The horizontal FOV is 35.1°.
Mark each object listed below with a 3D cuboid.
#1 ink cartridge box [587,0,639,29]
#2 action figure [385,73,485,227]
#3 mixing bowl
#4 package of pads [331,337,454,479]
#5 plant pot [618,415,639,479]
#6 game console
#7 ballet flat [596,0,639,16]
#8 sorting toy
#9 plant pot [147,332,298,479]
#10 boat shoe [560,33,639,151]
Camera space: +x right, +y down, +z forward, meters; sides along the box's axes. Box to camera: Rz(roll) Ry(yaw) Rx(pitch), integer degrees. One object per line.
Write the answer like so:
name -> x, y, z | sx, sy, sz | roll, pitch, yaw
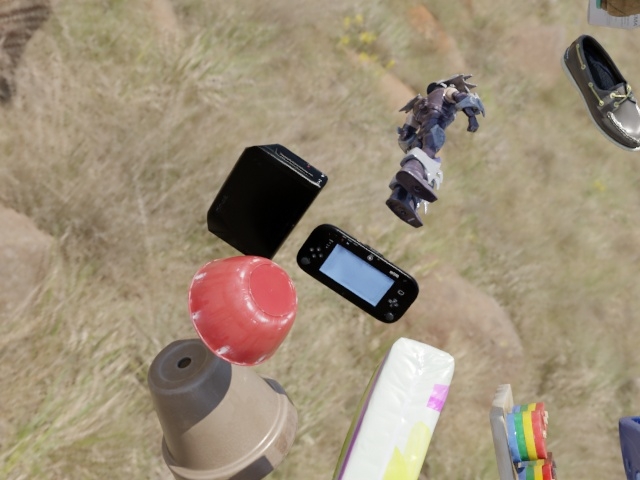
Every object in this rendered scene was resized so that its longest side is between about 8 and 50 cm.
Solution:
ink cartridge box -> 0.591, -0.389, 1.666 | 0.189, 0.066, 0.232 | -25, 35, -33
action figure -> 0.183, -0.168, 1.683 | 0.099, 0.185, 0.285 | 31, 55, -13
mixing bowl -> -0.101, 0.094, 1.558 | 0.181, 0.098, 0.181 | 21, 54, -33
package of pads -> 0.082, 0.297, 1.388 | 0.101, 0.229, 0.296 | 21, 75, 3
plant pot -> 0.537, 0.350, 1.326 | 0.236, 0.236, 0.212 | 177, -86, -89
game console -> 0.000, 0.000, 1.622 | 0.361, 0.213, 0.044 | 33, 42, -3
ballet flat -> 0.418, -0.430, 1.288 | 0.342, 0.124, 0.116 | 75, 31, -45
sorting toy -> 0.388, 0.415, 1.881 | 0.255, 0.090, 0.257 | -17, 98, -75
plant pot -> -0.201, 0.299, 1.856 | 0.263, 0.263, 0.229 | -86, 157, -51
boat shoe -> 0.510, -0.262, 1.795 | 0.081, 0.068, 0.227 | -26, 75, -21
